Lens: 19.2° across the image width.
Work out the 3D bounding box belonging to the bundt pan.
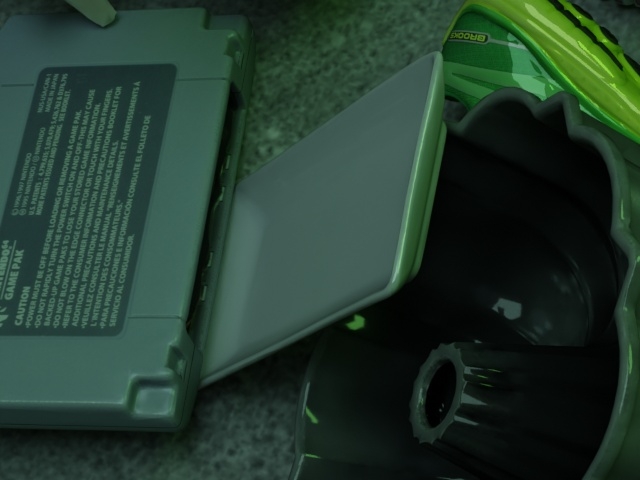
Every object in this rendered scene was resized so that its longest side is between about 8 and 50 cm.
[{"bbox_3d":[0.111,0.094,0.982,0.124,0.331,0.331,18,65,-23],"label":"bundt pan"}]

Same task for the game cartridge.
[{"bbox_3d":[-0.157,-0.017,1.210,0.198,0.062,0.297,-2,59,19],"label":"game cartridge"}]

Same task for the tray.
[{"bbox_3d":[0.000,0.000,1.094,0.030,0.270,0.145,22,66,-20],"label":"tray"}]

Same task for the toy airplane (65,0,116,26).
[{"bbox_3d":[-0.055,-0.291,1.207,0.384,0.272,0.386,-34,17,-24],"label":"toy airplane"}]

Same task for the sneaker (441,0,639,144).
[{"bbox_3d":[0.172,-0.029,1.127,0.123,0.109,0.295,-48,64,23],"label":"sneaker"}]

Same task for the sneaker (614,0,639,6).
[{"bbox_3d":[0.167,-0.251,1.227,0.104,0.095,0.236,-34,60,-11],"label":"sneaker"}]
